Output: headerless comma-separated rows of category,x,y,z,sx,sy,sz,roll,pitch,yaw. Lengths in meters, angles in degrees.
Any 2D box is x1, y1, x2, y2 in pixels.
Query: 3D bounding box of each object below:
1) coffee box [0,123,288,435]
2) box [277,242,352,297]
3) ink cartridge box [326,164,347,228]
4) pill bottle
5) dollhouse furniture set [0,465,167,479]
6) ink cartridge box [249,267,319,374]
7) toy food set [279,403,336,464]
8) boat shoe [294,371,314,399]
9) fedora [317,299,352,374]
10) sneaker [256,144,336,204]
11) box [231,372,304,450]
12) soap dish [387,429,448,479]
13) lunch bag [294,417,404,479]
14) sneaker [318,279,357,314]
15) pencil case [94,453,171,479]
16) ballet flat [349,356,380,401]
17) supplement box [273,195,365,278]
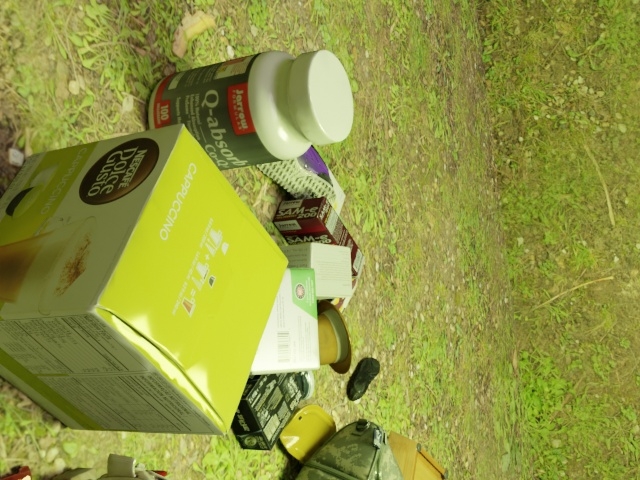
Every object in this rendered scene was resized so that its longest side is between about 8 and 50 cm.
coffee box,-0.303,0.072,1.298,0.338,0.334,0.338,55,40,-40
box,-0.048,0.075,1.898,0.182,0.181,0.119,8,78,-59
ink cartridge box,0.023,-0.055,2.177,0.235,0.056,0.171,55,40,-37
pill bottle,-0.134,-0.251,1.621,0.210,0.363,0.210,18,69,-58
dollhouse furniture set,-0.339,0.412,1.311,0.374,0.201,0.152,-6,90,-60
ink cartridge box,-0.154,0.161,1.665,0.289,0.121,0.211,3,81,-37
toy food set,-0.032,0.459,1.987,0.128,0.071,0.218,-54,133,-17
boat shoe,-0.072,0.289,1.946,0.083,0.065,0.183,-14,91,-58
fedora,0.007,0.240,2.030,0.079,0.194,0.194,-16,100,-25
sneaker,-0.074,-0.206,2.002,0.293,0.102,0.146,46,27,-36
box,-0.126,0.339,1.820,0.180,0.077,0.147,-55,131,-48
soap dish,0.261,0.707,2.392,0.291,0.118,0.229,50,44,-43
lunch bag,0.092,0.599,1.965,0.256,0.212,0.305,-50,132,-34
sneaker,0.044,0.117,2.166,0.084,0.069,0.185,63,34,-41
pencil case,-0.187,0.436,1.226,0.410,0.160,0.184,41,64,-57
ballet flat,0.117,0.374,2.287,0.057,0.049,0.173,36,35,7
supplement box,0.000,0.000,2.049,0.239,0.130,0.073,55,41,-39
